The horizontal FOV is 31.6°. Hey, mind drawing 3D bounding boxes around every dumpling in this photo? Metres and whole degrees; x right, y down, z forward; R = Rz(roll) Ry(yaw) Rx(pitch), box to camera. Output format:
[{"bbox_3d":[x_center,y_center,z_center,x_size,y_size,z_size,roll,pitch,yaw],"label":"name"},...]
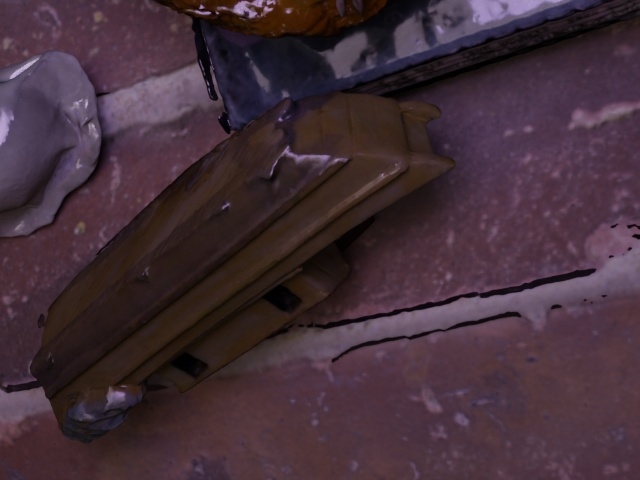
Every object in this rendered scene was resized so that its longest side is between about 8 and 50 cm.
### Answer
[{"bbox_3d":[-0.293,-0.073,1.051,0.228,0.124,0.151,-34,122,10],"label":"dumpling"}]

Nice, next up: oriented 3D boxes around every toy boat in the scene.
[{"bbox_3d":[-0.076,0.031,0.944,0.162,0.136,0.445,33,124,-32],"label":"toy boat"}]

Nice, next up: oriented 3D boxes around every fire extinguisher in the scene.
[{"bbox_3d":[-0.002,-0.001,1.000,0.100,0.032,0.046,-43,92,11],"label":"fire extinguisher"}]

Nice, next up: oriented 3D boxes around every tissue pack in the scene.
[{"bbox_3d":[0.063,-0.254,0.909,0.361,0.122,0.259,-15,87,21],"label":"tissue pack"}]

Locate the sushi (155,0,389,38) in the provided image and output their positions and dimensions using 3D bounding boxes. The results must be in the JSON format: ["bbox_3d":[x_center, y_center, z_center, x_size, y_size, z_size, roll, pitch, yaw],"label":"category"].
[{"bbox_3d":[-0.051,-0.243,0.816,0.296,0.166,0.179,24,112,30],"label":"sushi"}]
